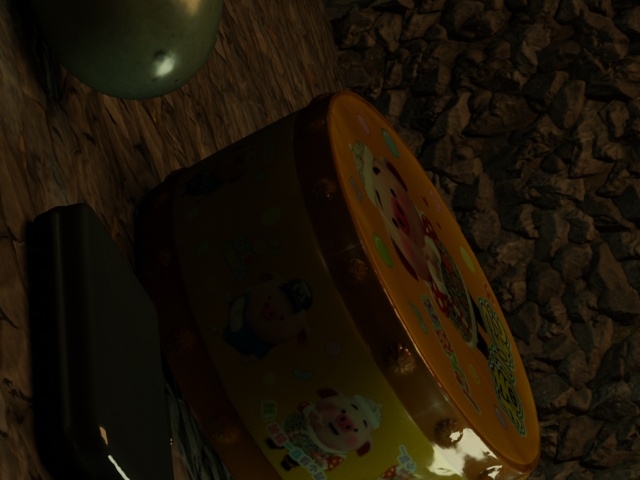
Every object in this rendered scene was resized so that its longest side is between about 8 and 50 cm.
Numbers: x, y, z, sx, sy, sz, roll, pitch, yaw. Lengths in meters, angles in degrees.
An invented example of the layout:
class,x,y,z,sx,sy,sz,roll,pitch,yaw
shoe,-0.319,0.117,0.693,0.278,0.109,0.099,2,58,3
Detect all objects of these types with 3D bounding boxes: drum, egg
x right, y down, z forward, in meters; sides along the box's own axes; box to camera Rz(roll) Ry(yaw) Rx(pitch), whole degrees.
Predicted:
class,x,y,z,sx,sy,sz,roll,pitch,yaw
drum,0.025,0.082,1.710,0.431,0.214,0.431,55,16,-24
egg,-0.169,-0.231,1.504,0.169,0.169,0.236,51,25,-70

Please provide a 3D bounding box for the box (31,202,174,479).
class,x,y,z,sx,sy,sz,roll,pitch,yaw
box,-0.158,0.098,1.305,0.160,0.050,0.230,63,12,-48
